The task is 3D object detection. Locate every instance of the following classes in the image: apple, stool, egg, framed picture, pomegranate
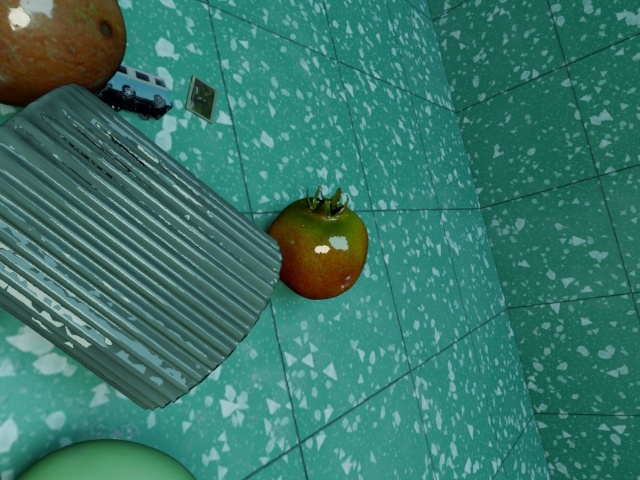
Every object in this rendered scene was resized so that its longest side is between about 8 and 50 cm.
[{"bbox_3d":[-0.380,-0.294,0.561,0.254,0.254,0.253,21,61,-45],"label":"apple"},{"bbox_3d":[-0.265,0.005,0.564,0.330,0.297,0.297,46,46,-24],"label":"stool"},{"bbox_3d":[-0.246,0.359,0.499,0.269,0.221,0.220,50,44,-24],"label":"egg"},{"bbox_3d":[-0.250,-0.298,0.904,0.066,0.007,0.089,27,58,-43],"label":"framed picture"},{"bbox_3d":[0.000,0.000,0.907,0.221,0.256,0.220,9,39,-7],"label":"pomegranate"}]

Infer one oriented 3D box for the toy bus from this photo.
[{"bbox_3d":[-0.332,-0.265,0.753,0.123,0.060,0.074,2,71,-52],"label":"toy bus"}]
